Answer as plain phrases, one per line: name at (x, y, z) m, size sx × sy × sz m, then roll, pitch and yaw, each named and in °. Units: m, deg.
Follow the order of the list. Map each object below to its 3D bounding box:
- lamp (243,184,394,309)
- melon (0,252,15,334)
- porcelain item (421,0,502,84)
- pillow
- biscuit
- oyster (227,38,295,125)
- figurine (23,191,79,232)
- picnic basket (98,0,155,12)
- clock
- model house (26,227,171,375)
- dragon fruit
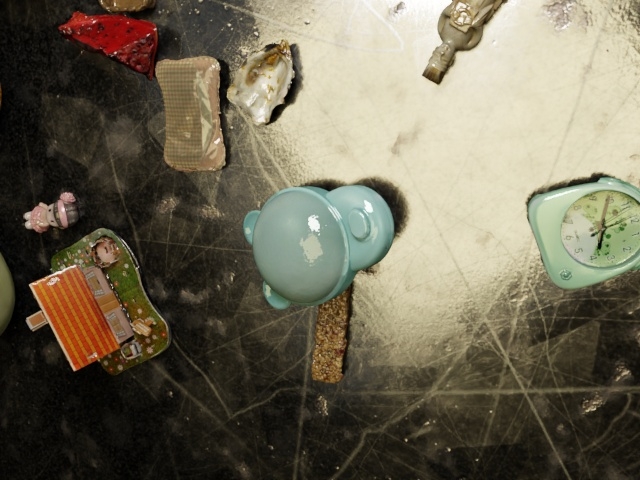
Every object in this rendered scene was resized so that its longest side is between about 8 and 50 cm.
lamp at (-0.006, 0.002, 0.993) m, size 0.284 × 0.147 × 0.209 m, roll -19°, pitch 89°, yaw 18°
melon at (-0.786, 0.106, 1.194) m, size 0.272 × 0.272 × 0.308 m, roll -32°, pitch 99°, yaw 20°
porcelain item at (0.225, -0.349, 0.900) m, size 0.084 × 0.054 × 0.213 m, roll 33°, pitch 110°, yaw 9°
pillow at (-0.241, -0.234, 1.075) m, size 0.135 × 0.034 × 0.211 m, roll 1°, pitch 103°, yaw 15°
biscuit at (0.020, 0.173, 1.081) m, size 0.064 × 0.034 × 0.199 m, roll 7°, pitch 104°, yaw 14°
oyster at (-0.095, -0.285, 1.010) m, size 0.103 × 0.051 × 0.148 m, roll 40°, pitch 111°, yaw -14°
figurine at (-0.560, -0.057, 1.201) m, size 0.129 × 0.054 × 0.072 m, roll -9°, pitch 84°, yaw 25°
picnic basket at (-0.352, -0.512, 1.037) m, size 0.110 × 0.055 × 0.193 m, roll 4°, pitch 102°, yaw 15°
clock at (0.445, -0.020, 0.897) m, size 0.211 × 0.066 × 0.159 m, roll -17°, pitch 96°, yaw 19°
model house at (-0.464, 0.143, 1.158) m, size 0.207 × 0.154 × 0.294 m, roll -26°, pitch 93°, yaw 21°
dragon fruit at (-0.401, -0.353, 1.062) m, size 0.192 × 0.122 × 0.092 m, roll 19°, pitch 143°, yaw 12°
